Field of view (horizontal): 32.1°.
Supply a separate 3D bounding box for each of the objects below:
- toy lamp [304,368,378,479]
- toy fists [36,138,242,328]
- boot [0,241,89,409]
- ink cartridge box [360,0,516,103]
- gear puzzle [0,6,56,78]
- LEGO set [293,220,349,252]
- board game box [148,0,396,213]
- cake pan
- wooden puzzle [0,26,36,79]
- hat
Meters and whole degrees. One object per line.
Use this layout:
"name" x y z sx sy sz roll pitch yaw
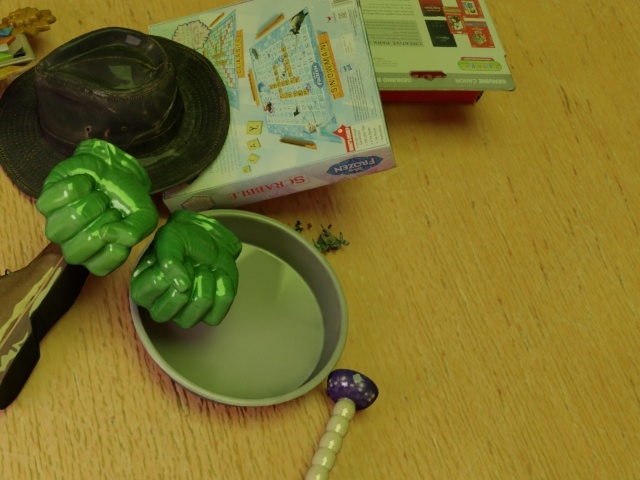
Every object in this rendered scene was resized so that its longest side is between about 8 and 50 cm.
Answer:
"toy lamp" 0.000 0.285 1.362 0.080 0.080 0.274 26 53 -3
"toy fists" -0.213 0.000 1.353 0.279 0.096 0.142 38 51 -24
"boot" -0.365 0.056 1.368 0.115 0.112 0.305 21 53 9
"ink cartridge box" 0.120 -0.308 1.773 0.310 0.130 0.271 -2 59 -21
"gear puzzle" -0.494 -0.249 1.507 0.176 0.044 0.339 22 45 34
"LEGO set" 0.000 -0.002 1.594 0.083 0.023 0.054 29 49 16
"board game box" -0.077 -0.208 1.581 0.318 0.066 0.318 -13 59 7
"cake pan" -0.109 0.093 1.464 0.293 0.054 0.293 10 55 -15
"wooden puzzle" -0.421 -0.252 1.477 0.079 0.014 0.116 -20 45 -25
"hat" -0.292 -0.198 1.489 0.332 0.134 0.331 -1 58 2
